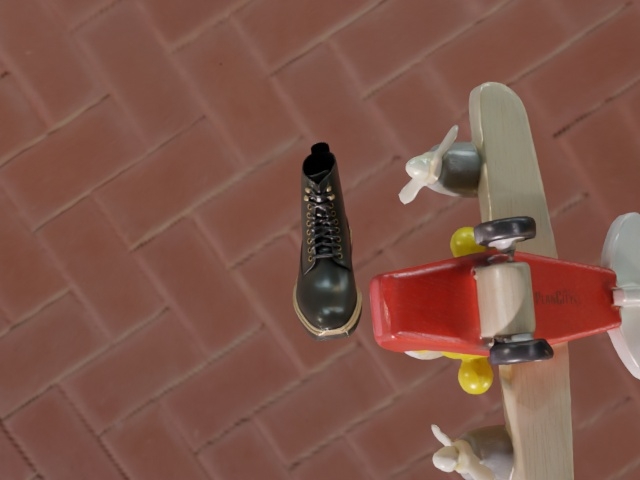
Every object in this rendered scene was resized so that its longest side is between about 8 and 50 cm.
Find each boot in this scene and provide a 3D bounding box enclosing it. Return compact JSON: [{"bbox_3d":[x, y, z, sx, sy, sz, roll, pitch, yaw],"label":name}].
[{"bbox_3d":[0.000,0.000,1.248,0.077,0.198,0.137,-7,128,-1],"label":"boot"}]

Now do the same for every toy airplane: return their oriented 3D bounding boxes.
[{"bbox_3d":[0.205,0.072,1.261,0.384,0.272,0.386,52,47,-26],"label":"toy airplane"}]
